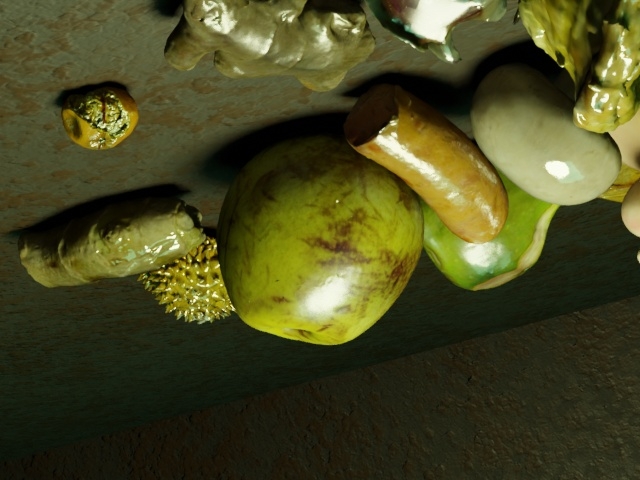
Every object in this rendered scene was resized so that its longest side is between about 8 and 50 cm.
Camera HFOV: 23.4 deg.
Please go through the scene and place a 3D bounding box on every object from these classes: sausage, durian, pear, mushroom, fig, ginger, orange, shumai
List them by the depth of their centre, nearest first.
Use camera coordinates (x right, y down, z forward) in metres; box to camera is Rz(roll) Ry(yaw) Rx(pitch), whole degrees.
[{"bbox_3d":[0.114,-0.237,1.300,0.218,0.185,0.184,-4,164,-29],"label":"shumai"},{"bbox_3d":[-0.050,-0.202,1.533,0.166,0.080,0.333,-33,160,28],"label":"ginger"},{"bbox_3d":[-0.242,-0.131,1.701,0.086,0.062,0.086,-10,169,-2],"label":"orange"},{"bbox_3d":[0.288,-0.151,1.861,0.204,0.204,0.204,-11,166,-3],"label":"mushroom"},{"bbox_3d":[0.145,-0.092,1.902,0.109,0.109,0.270,-21,136,33],"label":"sausage"},{"bbox_3d":[0.000,0.000,1.984,0.284,0.283,0.283,-11,166,-3],"label":"pear"},{"bbox_3d":[-0.287,0.001,2.116,0.263,0.116,0.109,-12,126,23],"label":"ginger"},{"bbox_3d":[0.265,-0.063,2.187,0.275,0.206,0.206,-35,160,13],"label":"fig"},{"bbox_3d":[-0.192,0.065,2.404,0.183,0.138,0.250,-24,169,14],"label":"durian"}]

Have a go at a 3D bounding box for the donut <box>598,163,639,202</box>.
[{"bbox_3d":[0.520,-0.104,2.429,0.162,0.065,0.178,-14,168,31],"label":"donut"}]

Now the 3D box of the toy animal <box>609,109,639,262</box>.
[{"bbox_3d":[0.460,-0.075,1.933,0.345,0.246,0.277,16,-175,34],"label":"toy animal"}]

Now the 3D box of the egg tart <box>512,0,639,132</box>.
[{"bbox_3d":[0.258,-0.252,1.265,0.132,0.345,0.345,27,171,10],"label":"egg tart"}]
